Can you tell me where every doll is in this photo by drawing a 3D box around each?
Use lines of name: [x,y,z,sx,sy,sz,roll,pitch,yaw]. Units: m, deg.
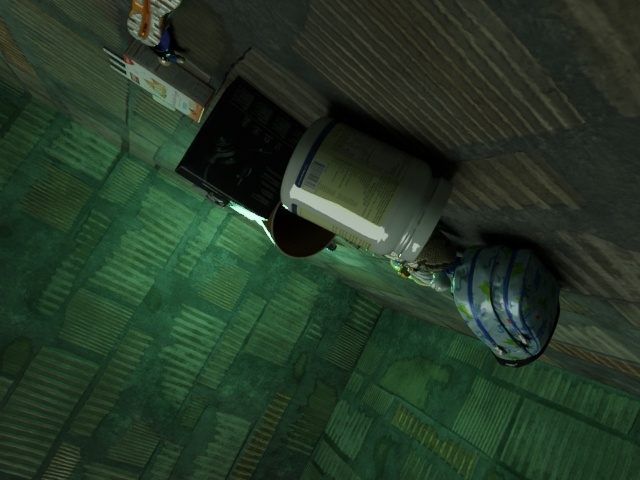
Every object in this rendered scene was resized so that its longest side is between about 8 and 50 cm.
doll: [-0.374,-0.463,0.972,0.129,0.046,0.189,31,170,-10]

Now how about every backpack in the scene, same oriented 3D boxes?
backpack: [0.514,0.155,1.138,0.356,0.290,0.273,38,159,-17]

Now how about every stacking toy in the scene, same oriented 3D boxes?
stacking toy: [0.296,0.055,1.597,0.221,0.052,0.167,31,147,-9]

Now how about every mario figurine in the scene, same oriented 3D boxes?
mario figurine: [0.382,0.089,1.383,0.321,0.169,0.198,22,171,23]

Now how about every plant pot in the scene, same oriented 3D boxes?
plant pot: [-0.100,-0.103,1.257,0.237,0.237,0.254,37,178,-42]

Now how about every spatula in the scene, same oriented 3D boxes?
spatula: [-0.580,-0.517,1.340,0.242,0.019,0.168,31,171,-16]

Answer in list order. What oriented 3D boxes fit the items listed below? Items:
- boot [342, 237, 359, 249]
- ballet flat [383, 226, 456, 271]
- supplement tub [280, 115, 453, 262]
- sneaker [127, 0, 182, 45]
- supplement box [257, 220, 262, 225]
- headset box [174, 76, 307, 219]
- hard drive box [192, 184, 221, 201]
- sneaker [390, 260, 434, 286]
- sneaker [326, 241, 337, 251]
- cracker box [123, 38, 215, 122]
boot: [0.107,-0.017,1.719,0.161,0.083,0.246,44,169,5]
ballet flat: [0.178,-0.060,1.246,0.483,0.164,0.182,28,162,22]
supplement tub: [0.101,-0.110,0.928,0.325,0.235,0.235,27,170,6]
sneaker: [-0.294,-0.449,0.745,0.084,0.083,0.215,28,153,-29]
supplement box: [-0.135,-0.064,1.496,0.240,0.073,0.130,26,167,22]
headset box: [-0.196,-0.215,1.061,0.247,0.282,0.131,32,169,-25]
hard drive box: [-0.286,-0.240,1.326,0.089,0.232,0.181,35,169,-38]
sneaker: [0.384,0.112,1.714,0.240,0.091,0.126,22,168,37]
sneaker: [0.000,0.000,2.264,0.191,0.071,0.083,36,173,-37]
cracker box: [-0.421,-0.440,1.156,0.232,0.067,0.156,32,169,-18]
